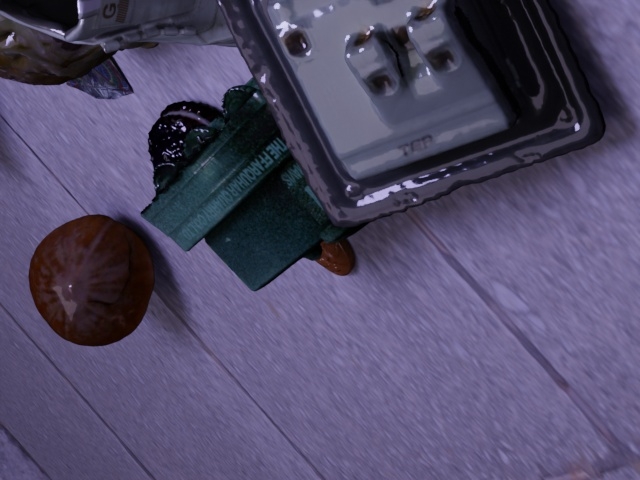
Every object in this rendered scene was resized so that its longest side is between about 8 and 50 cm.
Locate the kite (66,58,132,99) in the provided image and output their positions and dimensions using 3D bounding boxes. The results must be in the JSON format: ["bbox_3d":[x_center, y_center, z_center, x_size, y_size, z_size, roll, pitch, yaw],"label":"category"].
[{"bbox_3d":[-0.322,-0.283,1.548,0.152,0.015,0.285,11,134,50],"label":"kite"}]

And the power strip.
[{"bbox_3d":[0.053,-0.138,1.010,0.257,0.092,0.251,-19,114,31],"label":"power strip"}]

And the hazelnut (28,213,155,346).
[{"bbox_3d":[-0.316,0.050,1.783,0.182,0.182,0.182,35,150,24],"label":"hazelnut"}]

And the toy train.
[{"bbox_3d":[-0.038,-0.062,1.253,0.178,0.138,0.330,47,144,-4],"label":"toy train"}]

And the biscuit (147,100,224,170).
[{"bbox_3d":[-0.120,-0.070,1.485,0.194,0.053,0.194,34,149,24],"label":"biscuit"}]

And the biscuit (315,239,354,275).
[{"bbox_3d":[0.000,0.000,1.440,0.091,0.015,0.078,34,150,26],"label":"biscuit"}]

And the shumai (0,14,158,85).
[{"bbox_3d":[-0.254,-0.267,1.252,0.283,0.217,0.346,30,144,33],"label":"shumai"}]

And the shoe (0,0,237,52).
[{"bbox_3d":[-0.161,-0.215,1.109,0.316,0.159,0.124,8,116,0],"label":"shoe"}]
